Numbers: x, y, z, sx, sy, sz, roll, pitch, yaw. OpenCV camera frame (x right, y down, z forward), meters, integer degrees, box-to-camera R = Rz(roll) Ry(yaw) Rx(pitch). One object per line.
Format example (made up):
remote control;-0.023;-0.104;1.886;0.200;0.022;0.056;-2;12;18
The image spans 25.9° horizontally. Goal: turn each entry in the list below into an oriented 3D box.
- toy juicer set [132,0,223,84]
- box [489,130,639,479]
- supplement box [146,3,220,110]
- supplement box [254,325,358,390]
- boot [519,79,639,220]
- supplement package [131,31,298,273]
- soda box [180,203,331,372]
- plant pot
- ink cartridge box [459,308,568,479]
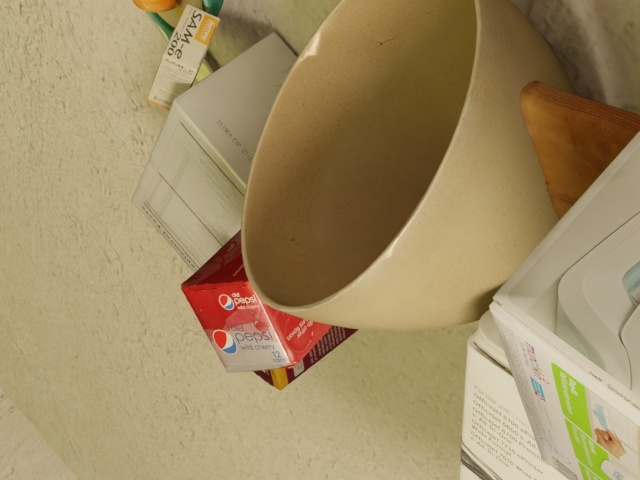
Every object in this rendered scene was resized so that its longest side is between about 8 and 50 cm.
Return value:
toy juicer set;-0.169;-0.278;1.344;0.209;0.089;0.329;46;153;13
box;0.225;0.104;0.723;0.231;0.127;0.262;36;168;28
supplement box;-0.131;-0.170;1.315;0.036;0.062;0.098;24;155;-7
supplement box;-0.004;0.041;1.350;0.081;0.188;0.104;32;147;38
boot;0.220;-0.054;0.758;0.280;0.096;0.264;29;159;51
supplement package;-0.081;-0.072;1.399;0.139;0.134;0.244;50;154;5
soda box;0.000;0.000;1.202;0.083;0.263;0.092;-6;119;41
plant pot;0.095;-0.048;1.046;0.191;0.284;0.284;25;167;-28
ink cartridge box;0.222;0.138;1.061;0.129;0.223;0.307;36;149;30
